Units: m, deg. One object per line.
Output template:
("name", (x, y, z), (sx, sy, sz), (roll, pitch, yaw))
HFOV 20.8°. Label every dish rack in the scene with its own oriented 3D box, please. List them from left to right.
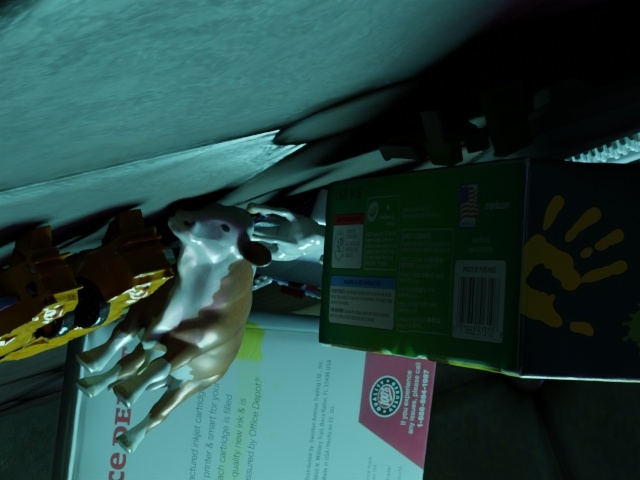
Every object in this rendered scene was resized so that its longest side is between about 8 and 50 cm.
("dish rack", (0.282, -0.116, 1.690), (0.285, 0.072, 0.333), (-19, 174, -12))

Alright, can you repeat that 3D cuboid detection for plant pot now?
("plant pot", (-0.077, 0.089, 2.271), (0.237, 0.110, 0.237), (-20, 174, -2))

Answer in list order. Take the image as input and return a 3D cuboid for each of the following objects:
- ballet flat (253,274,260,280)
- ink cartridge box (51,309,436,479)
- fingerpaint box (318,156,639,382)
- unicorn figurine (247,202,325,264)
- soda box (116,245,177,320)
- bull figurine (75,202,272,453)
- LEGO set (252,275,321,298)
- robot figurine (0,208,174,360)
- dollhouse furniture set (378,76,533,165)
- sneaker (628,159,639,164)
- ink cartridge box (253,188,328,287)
("ballet flat", (-0.023, 0.013, 1.975), (0.249, 0.058, 0.084), (-19, 174, -6))
("ink cartridge box", (-0.090, 0.216, 1.890), (0.384, 0.279, 0.160), (6, -175, -16))
("fingerpaint box", (0.243, 0.026, 1.440), (0.371, 0.163, 0.445), (4, 178, -17))
("unicorn figurine", (-0.027, 0.000, 1.666), (0.111, 0.060, 0.162), (13, -178, -19))
("soda box", (-0.202, 0.046, 1.685), (0.061, 0.058, 0.181), (-22, 173, 23))
("bull figurine", (-0.133, 0.082, 1.613), (0.188, 0.101, 0.310), (-40, 164, -18))
("LEGO set", (0.034, 0.067, 2.044), (0.182, 0.060, 0.244), (7, -165, -34))
("robot figurine", (-0.271, 0.063, 1.482), (0.291, 0.085, 0.211), (-24, 172, 39))
("dollhouse furniture set", (0.111, -0.104, 1.480), (0.076, 0.059, 0.151), (-25, -163, -29))
("sneaker", (0.408, -0.072, 2.049), (0.281, 0.106, 0.162), (2, -178, 29))
("ink cartridge box", (0.000, 0.000, 1.831), (0.224, 0.045, 0.223), (10, 162, -23))
